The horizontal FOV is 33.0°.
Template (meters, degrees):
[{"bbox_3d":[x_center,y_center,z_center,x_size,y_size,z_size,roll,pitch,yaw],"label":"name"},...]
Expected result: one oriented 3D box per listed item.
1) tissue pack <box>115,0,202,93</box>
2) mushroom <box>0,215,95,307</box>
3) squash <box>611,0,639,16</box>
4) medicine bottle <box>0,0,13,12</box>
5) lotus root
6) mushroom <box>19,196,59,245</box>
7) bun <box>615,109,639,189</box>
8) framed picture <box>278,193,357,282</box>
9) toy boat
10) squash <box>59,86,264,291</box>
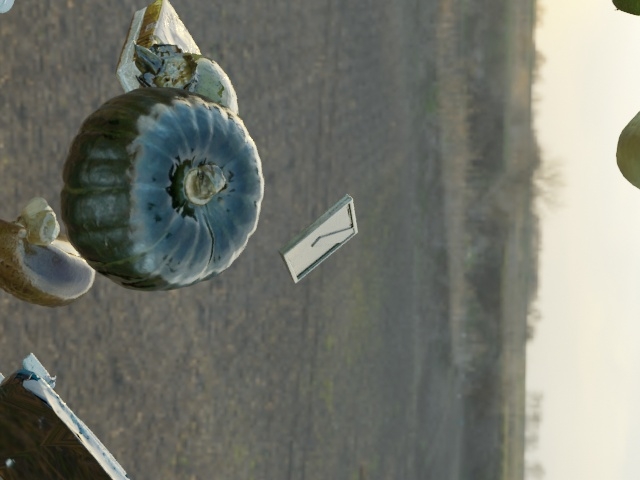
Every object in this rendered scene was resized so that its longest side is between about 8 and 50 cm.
[{"bbox_3d":[-0.273,-0.292,1.894,0.183,0.092,0.226,57,18,-33],"label":"tissue pack"},{"bbox_3d":[-0.553,0.038,2.083,0.153,0.253,0.253,-65,170,3],"label":"mushroom"},{"bbox_3d":[0.547,-0.500,1.725,0.189,0.189,0.260,-72,156,-58],"label":"squash"},{"bbox_3d":[-0.536,-0.339,1.511,0.090,0.217,0.090,-3,90,-68],"label":"medicine bottle"},{"bbox_3d":[-0.185,-0.179,1.458,0.278,0.154,0.154,85,10,-66],"label":"lotus root"},{"bbox_3d":[-0.489,-0.041,1.869,0.054,0.059,0.202,65,-10,-24],"label":"mushroom"},{"bbox_3d":[0.561,-0.140,1.583,0.160,0.259,0.259,61,19,-14],"label":"bun"},{"bbox_3d":[0.000,0.000,0.806,0.006,0.066,0.089,48,-6,15],"label":"framed picture"},{"bbox_3d":[-0.284,0.275,1.285,0.298,0.134,0.092,55,24,-12],"label":"toy boat"},{"bbox_3d":[-0.158,-0.050,1.089,0.218,0.172,0.218,-35,137,-40],"label":"squash"}]
